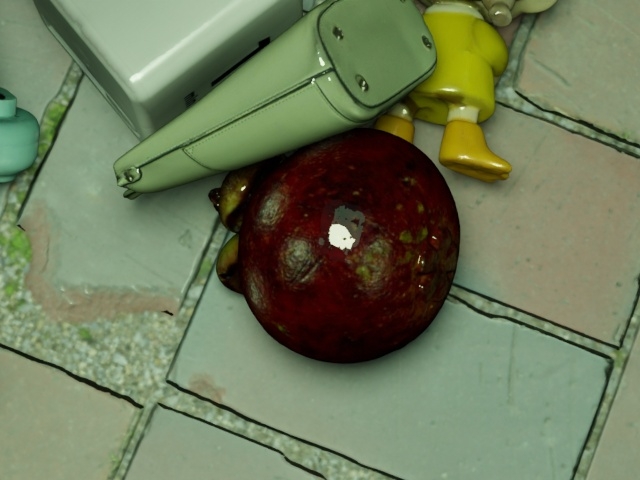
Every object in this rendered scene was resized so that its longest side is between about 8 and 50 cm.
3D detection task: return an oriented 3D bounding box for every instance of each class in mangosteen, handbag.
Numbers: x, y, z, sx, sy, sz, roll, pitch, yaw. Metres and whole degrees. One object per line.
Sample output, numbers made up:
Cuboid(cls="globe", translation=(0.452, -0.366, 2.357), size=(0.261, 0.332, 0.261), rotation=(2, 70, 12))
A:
Cuboid(cls="mangosteen", translation=(0.000, 0.000, 1.446), size=(0.258, 0.215, 0.215), rotation=(12, 74, 34))
Cuboid(cls="handbag", translation=(-0.066, -0.122, 1.416), size=(0.315, 0.241, 0.109), rotation=(-20, 98, 33))

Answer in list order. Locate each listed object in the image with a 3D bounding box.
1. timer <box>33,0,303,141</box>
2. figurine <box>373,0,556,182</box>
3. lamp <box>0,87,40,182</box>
Cuboid(cls="timer", translation=(-0.147, -0.229, 1.490), size=(0.195, 0.194, 0.192), rotation=(-38, 80, -8))
Cuboid(cls="figurine", translation=(0.141, -0.232, 1.510), size=(0.215, 0.187, 0.343), rotation=(9, 83, 14))
Cuboid(cls="lamp", translation=(-0.402, -0.088, 1.459), size=(0.284, 0.209, 0.147), rotation=(-19, 114, -19))
